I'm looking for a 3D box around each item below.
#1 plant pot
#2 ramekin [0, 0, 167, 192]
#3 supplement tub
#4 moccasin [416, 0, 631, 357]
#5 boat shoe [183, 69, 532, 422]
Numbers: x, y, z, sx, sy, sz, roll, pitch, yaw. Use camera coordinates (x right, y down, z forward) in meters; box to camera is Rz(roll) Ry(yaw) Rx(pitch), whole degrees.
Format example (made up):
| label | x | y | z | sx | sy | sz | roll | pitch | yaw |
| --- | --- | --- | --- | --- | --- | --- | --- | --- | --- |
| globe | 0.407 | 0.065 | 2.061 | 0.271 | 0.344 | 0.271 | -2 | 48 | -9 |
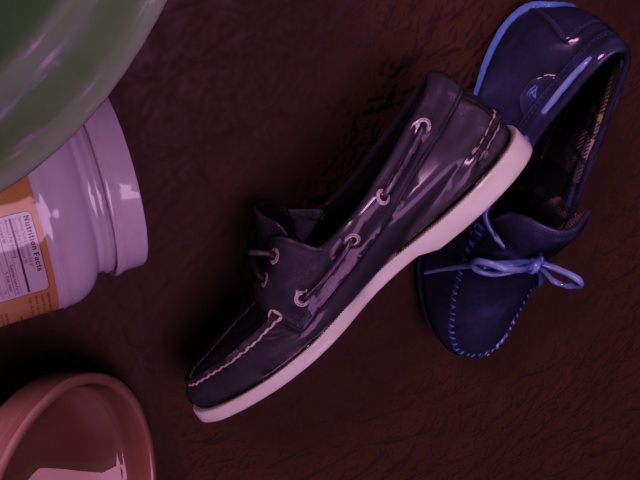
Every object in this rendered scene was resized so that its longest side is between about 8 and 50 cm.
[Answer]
| label | x | y | z | sx | sy | sz | roll | pitch | yaw |
| --- | --- | --- | --- | --- | --- | --- | --- | --- | --- |
| plant pot | -0.220 | 0.213 | 0.598 | 0.110 | 0.237 | 0.237 | -1 | 128 | 15 |
| ramekin | -0.174 | -0.169 | 0.313 | 0.303 | 0.148 | 0.303 | -60 | 170 | -18 |
| supplement tub | -0.215 | -0.015 | 0.471 | 0.200 | 0.144 | 0.144 | -18 | 126 | -22 |
| moccasin | 0.169 | -0.030 | 0.716 | 0.138 | 0.117 | 0.341 | -10 | 122 | -27 |
| boat shoe | 0.001 | 0.001 | 0.638 | 0.340 | 0.127 | 0.113 | -40 | 105 | 12 |
